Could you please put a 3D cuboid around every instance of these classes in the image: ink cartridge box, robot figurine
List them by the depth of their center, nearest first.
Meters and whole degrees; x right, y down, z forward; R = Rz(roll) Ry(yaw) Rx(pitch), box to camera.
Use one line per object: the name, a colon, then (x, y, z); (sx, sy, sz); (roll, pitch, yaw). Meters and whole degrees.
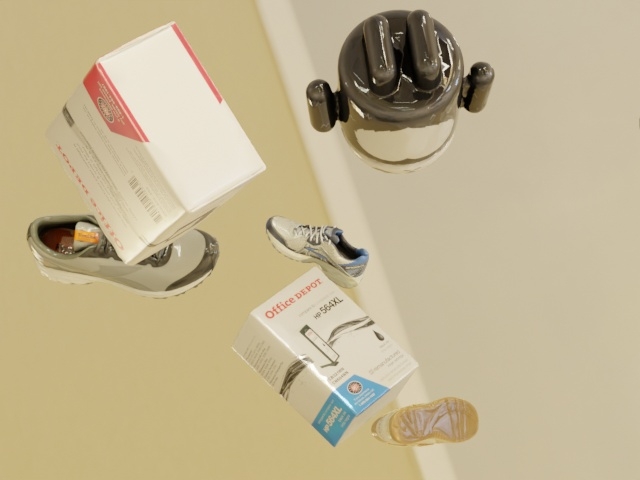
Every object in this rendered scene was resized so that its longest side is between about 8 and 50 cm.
ink cartridge box: (-0.173, -0.091, 1.600); (0.100, 0.172, 0.237); (-32, 180, -25)
ink cartridge box: (0.006, 0.154, 2.140); (0.148, 0.203, 0.086); (-35, 162, -42)
robot figurine: (0.108, -0.200, 2.155); (0.174, 0.209, 0.278); (-56, 167, -19)

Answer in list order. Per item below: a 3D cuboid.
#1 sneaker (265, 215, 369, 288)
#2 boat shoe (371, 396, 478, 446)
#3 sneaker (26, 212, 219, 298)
sneaker: (0.000, 0.000, 1.907); (0.135, 0.052, 0.058); (28, 133, -6)
boat shoe: (0.136, 0.238, 2.074); (0.170, 0.063, 0.059); (4, 169, -43)
sneaker: (-0.271, 0.014, 2.150); (0.271, 0.100, 0.108); (3, 159, 10)
